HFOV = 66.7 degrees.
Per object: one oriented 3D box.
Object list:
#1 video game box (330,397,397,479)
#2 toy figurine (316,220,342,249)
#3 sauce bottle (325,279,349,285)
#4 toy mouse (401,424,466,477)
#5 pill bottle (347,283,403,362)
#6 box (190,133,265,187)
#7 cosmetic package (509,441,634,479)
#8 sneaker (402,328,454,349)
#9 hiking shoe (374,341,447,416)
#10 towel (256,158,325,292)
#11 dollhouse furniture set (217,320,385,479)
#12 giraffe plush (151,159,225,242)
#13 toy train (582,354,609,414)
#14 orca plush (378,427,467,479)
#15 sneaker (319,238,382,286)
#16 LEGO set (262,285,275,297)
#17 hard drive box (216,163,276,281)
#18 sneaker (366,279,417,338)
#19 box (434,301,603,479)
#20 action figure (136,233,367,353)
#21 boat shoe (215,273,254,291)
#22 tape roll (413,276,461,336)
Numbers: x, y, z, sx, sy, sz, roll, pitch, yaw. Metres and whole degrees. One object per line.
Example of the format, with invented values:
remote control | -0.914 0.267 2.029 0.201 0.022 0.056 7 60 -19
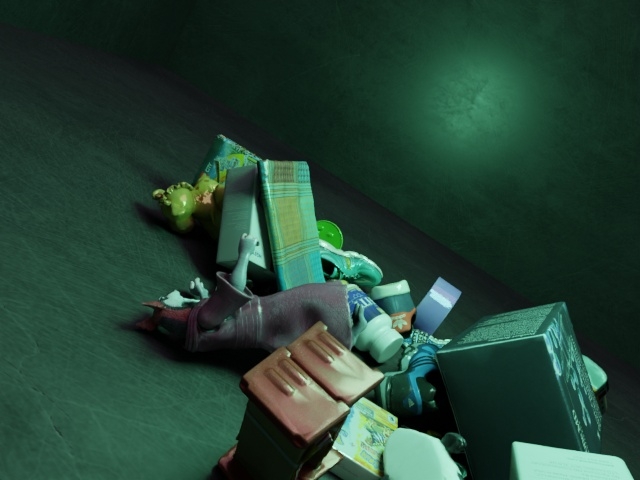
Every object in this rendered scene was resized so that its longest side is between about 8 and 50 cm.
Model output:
video game box | 0.038 0.323 0.841 0.205 0.048 0.187 32 19 -1
toy figurine | 0.000 0.000 1.648 0.173 0.129 0.159 10 -1 11
sauce bottle | 0.035 0.131 1.391 0.042 0.042 0.128 43 17 32
toy mouse | 0.219 0.417 0.921 0.161 0.031 0.143 32 16 -1
pill bottle | 0.108 0.205 1.191 0.187 0.111 0.112 43 19 32
box | -0.260 -0.148 1.323 0.159 0.233 0.044 31 17 -7
cosmetic package | 0.310 0.458 0.545 0.162 0.229 0.453 3 10 17
sneaker | 0.308 0.306 1.365 0.191 0.082 0.071 16 61 0
hiking shoe | 0.227 0.304 1.047 0.132 0.113 0.304 -5 7 29
towel | -0.057 -0.011 1.186 0.040 0.369 0.271 -7 6 19
dollhouse furniture set | 0.057 0.307 0.577 0.374 0.201 0.152 39 40 24
giraffe plush | -0.309 -0.081 1.197 0.171 0.210 0.182 -18 8 -39
toy train | 0.685 0.438 1.314 0.334 0.190 0.142 48 1 -44
orca plush | 0.182 0.359 0.673 0.102 0.151 0.287 55 -25 -10
sneaker | 0.059 0.091 1.491 0.276 0.106 0.109 20 30 -11
LEGO set | -0.114 0.144 1.134 0.054 0.023 0.083 25 31 -17
hard drive box | -0.149 -0.035 1.152 0.089 0.231 0.181 -6 -20 24
sneaker | 0.203 0.205 1.366 0.350 0.131 0.147 40 37 -76
box | 0.439 0.317 1.035 0.396 0.212 0.293 -6 79 -58
action figure | -0.127 0.152 0.858 0.371 0.248 0.275 -1 66 -20
boat shoe | -0.188 0.101 1.076 0.038 0.046 0.125 32 8 15
tape roll | 0.334 0.206 1.457 0.080 0.188 0.189 37 17 12
